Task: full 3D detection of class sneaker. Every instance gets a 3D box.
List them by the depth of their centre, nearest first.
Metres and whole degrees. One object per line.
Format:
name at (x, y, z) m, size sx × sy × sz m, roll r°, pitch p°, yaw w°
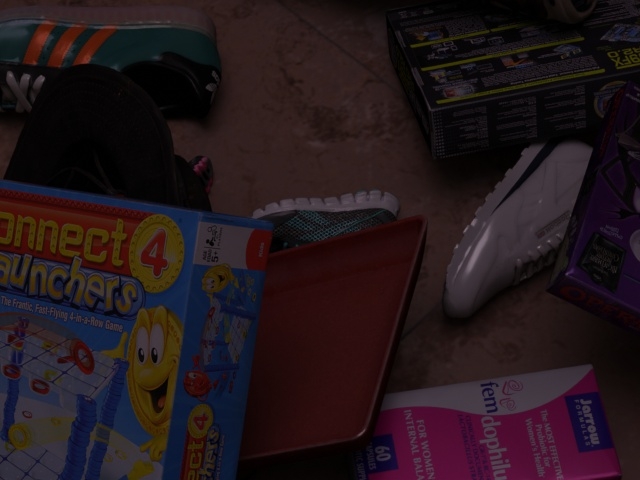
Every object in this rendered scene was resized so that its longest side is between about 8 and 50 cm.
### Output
sneaker at (0.199, -0.010, 1.482) m, size 0.095 × 0.090 × 0.235 m, roll 34°, pitch 66°, yaw 12°
sneaker at (0.000, 0.000, 1.499) m, size 0.166 × 0.065 × 0.076 m, roll -10°, pitch 61°, yaw -1°
sneaker at (-0.155, -0.044, 1.548) m, size 0.057 × 0.047 × 0.119 m, roll 22°, pitch 59°, yaw 29°
sneaker at (-0.252, -0.165, 1.589) m, size 0.302 × 0.108 × 0.121 m, roll -6°, pitch 53°, yaw -2°

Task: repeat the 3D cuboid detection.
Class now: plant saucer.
plant saucer at (-0.031, 0.106, 1.360) m, size 0.258 × 0.048 × 0.259 m, roll -15°, pitch 36°, yaw 31°

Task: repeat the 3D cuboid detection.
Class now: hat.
hat at (-0.183, 0.011, 1.428) m, size 0.134 × 0.331 × 0.331 m, roll 5°, pitch 46°, yaw -43°

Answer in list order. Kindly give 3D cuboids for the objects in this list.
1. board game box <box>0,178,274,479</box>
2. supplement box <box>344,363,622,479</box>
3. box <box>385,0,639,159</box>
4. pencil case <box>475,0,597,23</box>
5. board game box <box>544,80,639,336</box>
board game box at (-0.198, 0.111, 1.268) m, size 0.308 × 0.086 × 0.302 m, roll 9°, pitch 91°, yaw 39°
supplement box at (0.135, 0.193, 1.337) m, size 0.220 × 0.114 × 0.111 m, roll -8°, pitch 56°, yaw -4°
box at (0.217, -0.183, 1.559) m, size 0.270 × 0.060 × 0.216 m, roll -12°, pitch 36°, yaw -4°
pencil case at (0.104, -0.329, 1.584) m, size 0.410 × 0.183 × 0.160 m, roll 15°, pitch 93°, yaw 29°
board game box at (0.379, 0.026, 1.329) m, size 0.347 × 0.056 × 0.208 m, roll 25°, pitch 67°, yaw -7°
